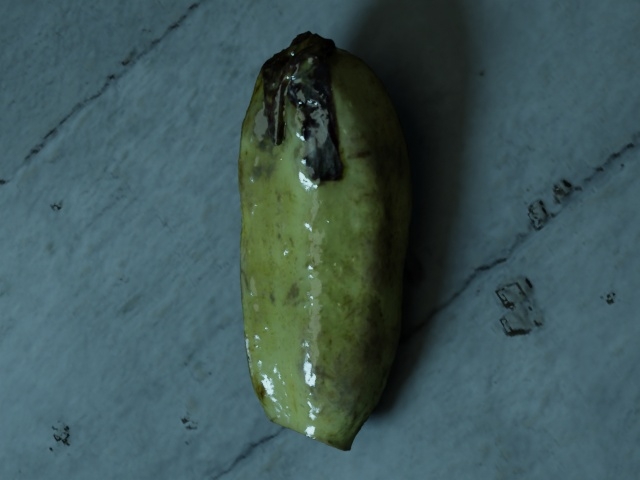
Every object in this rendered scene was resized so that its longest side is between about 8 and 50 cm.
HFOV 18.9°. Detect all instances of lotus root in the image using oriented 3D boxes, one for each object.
[{"bbox_3d":[0.000,0.000,1.198,0.110,0.097,0.258,6,96,35],"label":"lotus root"}]
